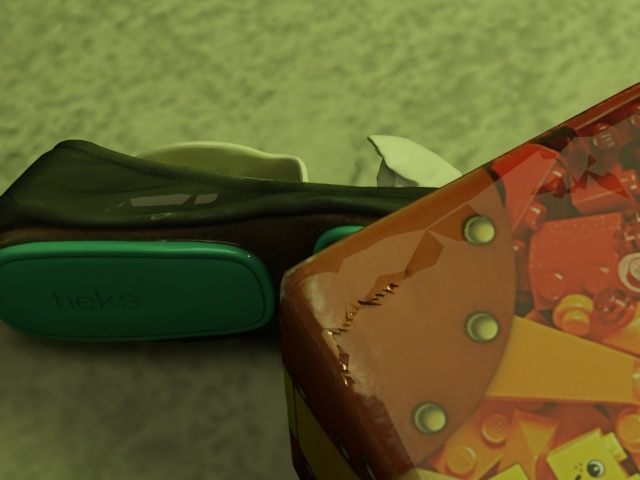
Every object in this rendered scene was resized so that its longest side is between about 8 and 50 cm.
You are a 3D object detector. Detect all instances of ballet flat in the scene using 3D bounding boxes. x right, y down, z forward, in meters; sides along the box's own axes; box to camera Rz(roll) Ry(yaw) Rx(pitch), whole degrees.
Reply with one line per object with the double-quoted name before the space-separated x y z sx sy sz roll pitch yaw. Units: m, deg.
"ballet flat" 0.000 0.000 0.783 0.280 0.095 0.096 10 47 13

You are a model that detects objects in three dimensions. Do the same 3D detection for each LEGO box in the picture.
"LEGO box" 0.267 0.161 0.517 0.372 0.193 0.500 -28 72 -9
